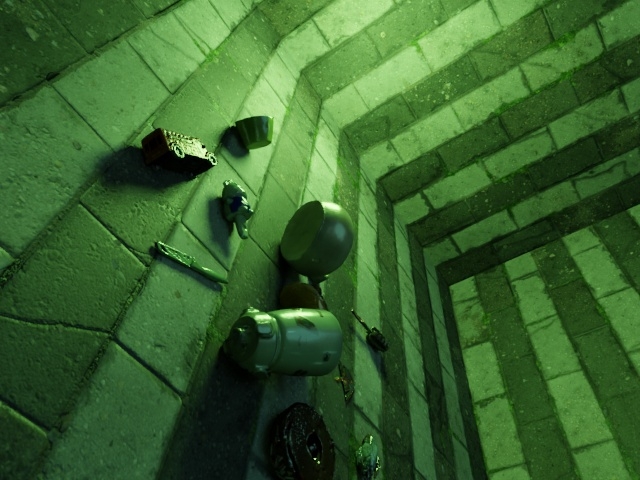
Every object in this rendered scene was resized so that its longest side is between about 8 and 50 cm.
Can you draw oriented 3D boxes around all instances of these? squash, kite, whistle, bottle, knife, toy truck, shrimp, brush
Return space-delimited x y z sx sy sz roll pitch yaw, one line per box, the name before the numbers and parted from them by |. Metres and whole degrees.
squash | -0.275 -0.468 2.169 0.170 0.170 0.123 -6 82 -67
kite | 0.096 0.555 2.004 0.159 0.010 0.190 35 33 -47
whistle | -0.295 -0.117 1.797 0.110 0.092 0.245 32 36 -59
bottle | -0.128 0.310 1.513 0.351 0.229 0.229 9 54 -39
knife | -0.377 0.071 1.501 0.293 0.019 0.043 35 37 -47
toy truck | -0.448 -0.280 1.626 0.252 0.107 0.114 0 66 -65
shrimp | 0.166 0.795 1.806 0.090 0.079 0.233 21 33 -4
brush | 0.221 0.416 2.368 0.301 0.071 0.084 49 14 -29

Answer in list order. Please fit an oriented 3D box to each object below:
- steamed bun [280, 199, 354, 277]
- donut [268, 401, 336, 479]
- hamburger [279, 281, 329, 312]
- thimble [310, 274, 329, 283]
steamed bun | 0.000 0.000 2.013 0.206 0.324 0.325 31 36 -31
donut | -0.053 0.615 1.486 0.270 0.103 0.270 46 30 -36
hamburger | -0.043 0.278 1.817 0.282 0.246 0.155 22 -3 42
thimble | -0.008 0.140 2.177 0.085 0.062 0.110 65 21 7
